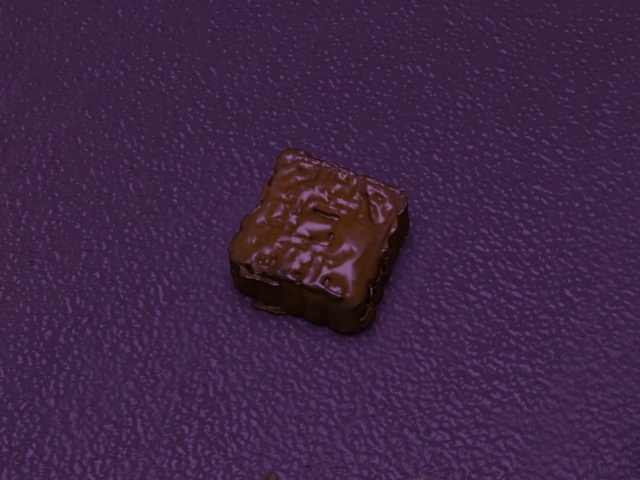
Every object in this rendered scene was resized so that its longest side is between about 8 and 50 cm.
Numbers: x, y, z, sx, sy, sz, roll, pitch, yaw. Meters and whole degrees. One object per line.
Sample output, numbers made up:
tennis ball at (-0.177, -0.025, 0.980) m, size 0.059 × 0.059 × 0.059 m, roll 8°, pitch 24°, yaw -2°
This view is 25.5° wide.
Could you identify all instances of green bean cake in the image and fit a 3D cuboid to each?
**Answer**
green bean cake at (0.000, 0.000, 2.028) m, size 0.230 × 0.131 × 0.224 m, roll 20°, pitch 65°, yaw 14°

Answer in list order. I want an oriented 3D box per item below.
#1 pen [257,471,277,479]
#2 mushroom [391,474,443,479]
pen at (-0.132, 0.401, 1.871) m, size 0.040 × 0.032 × 0.233 m, roll 17°, pitch 59°, yaw 38°
mushroom at (0.071, 0.364, 1.842) m, size 0.212 × 0.097 × 0.088 m, roll -13°, pitch 71°, yaw -4°
